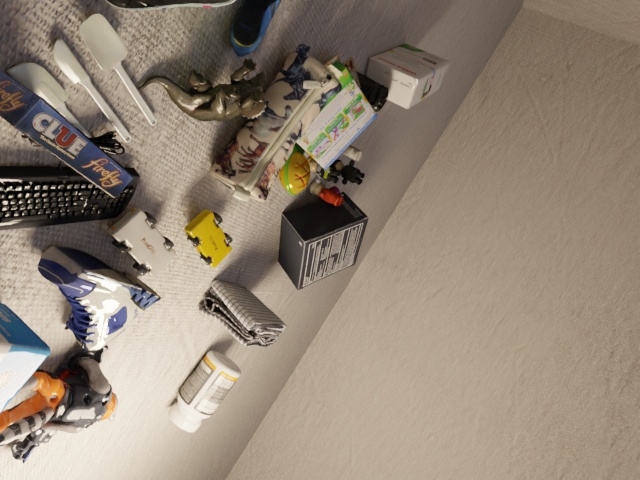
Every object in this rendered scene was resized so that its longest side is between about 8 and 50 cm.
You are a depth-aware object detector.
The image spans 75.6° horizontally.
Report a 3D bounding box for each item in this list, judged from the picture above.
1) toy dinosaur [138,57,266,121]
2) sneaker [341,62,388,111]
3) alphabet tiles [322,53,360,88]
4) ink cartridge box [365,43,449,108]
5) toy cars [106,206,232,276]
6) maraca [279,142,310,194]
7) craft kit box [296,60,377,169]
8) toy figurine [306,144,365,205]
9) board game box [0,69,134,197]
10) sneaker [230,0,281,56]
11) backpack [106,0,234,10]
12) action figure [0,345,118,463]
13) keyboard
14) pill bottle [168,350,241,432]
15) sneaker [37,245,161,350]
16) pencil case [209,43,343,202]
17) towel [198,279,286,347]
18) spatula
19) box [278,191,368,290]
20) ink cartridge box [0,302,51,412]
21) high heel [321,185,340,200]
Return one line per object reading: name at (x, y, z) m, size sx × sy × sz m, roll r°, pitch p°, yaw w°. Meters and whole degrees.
toy dinosaur at (-0.215, -0.298, 0.878) m, size 0.313 × 0.121 × 0.160 m, roll -27°, pitch 180°, yaw -32°
sneaker at (0.131, -0.496, 1.356) m, size 0.295 × 0.147 × 0.105 m, roll -22°, pitch 142°, yaw -56°
alphabet tiles at (0.016, -0.433, 1.240) m, size 0.237 × 0.009 × 0.198 m, roll -38°, pitch 148°, yaw -3°
ink cartridge box at (0.318, -0.614, 1.528) m, size 0.278 × 0.201 × 0.117 m, roll -40°, pitch 154°, yaw -39°
toy cars at (-0.367, -0.008, 1.033) m, size 0.393 × 0.087 × 0.176 m, roll -5°, pitch 120°, yaw -62°
maraca at (-0.082, -0.239, 1.331) m, size 0.127 × 0.099 × 0.186 m, roll 0°, pitch 95°, yaw -71°
craft kit box at (0.031, -0.371, 1.272) m, size 0.250 × 0.061 × 0.246 m, roll -45°, pitch 150°, yaw 7°
toy figurine at (0.052, -0.262, 1.546) m, size 0.213 × 0.148 × 0.209 m, roll -47°, pitch 152°, yaw -19°
board game box at (-0.376, -0.162, 0.531) m, size 0.042 × 0.243 × 0.165 m, roll -53°, pitch 160°, yaw -11°
sneaker at (-0.134, -0.493, 0.887) m, size 0.209 × 0.069 × 0.082 m, roll -64°, pitch -166°, yaw -6°
backpack at (-0.203, -0.427, 0.530) m, size 0.225 × 0.253 × 0.191 m, roll 68°, pitch 38°, yaw -65°
action figure at (-0.621, 0.411, 0.944) m, size 0.341 × 0.178 × 0.330 m, roll -60°, pitch 151°, yaw 2°
keyboard at (-0.458, -0.105, 0.725) m, size 0.317 × 0.033 × 0.201 m, roll -19°, pitch 142°, yaw -61°
pill bottle at (-0.452, 0.586, 1.612) m, size 0.278 × 0.162 × 0.162 m, roll -54°, pitch 160°, yaw -7°
sneaker at (-0.493, 0.148, 0.903) m, size 0.182 × 0.127 × 0.315 m, roll -55°, pitch 162°, yaw -13°
pencil case at (-0.113, -0.286, 1.061) m, size 0.410 × 0.160 × 0.183 m, roll -56°, pitch -159°, yaw -2°
towel at (-0.270, 0.270, 1.456) m, size 0.121 × 0.235 × 0.283 m, roll -51°, pitch 160°, yaw 1°
spatula at (-0.381, -0.246, 0.718) m, size 0.168 × 0.019 × 0.242 m, roll -49°, pitch 158°, yaw -16°
box at (0.000, 0.000, 1.648) m, size 0.294 × 0.183 × 0.296 m, roll -22°, pitch 145°, yaw -27°
ink cartridge box at (-0.651, 0.202, 0.555) m, size 0.285 × 0.166 × 0.395 m, roll -54°, pitch 161°, yaw -11°
high heel at (0.008, -0.117, 1.742) m, size 0.117 × 0.082 × 0.244 m, roll -48°, pitch 173°, yaw -49°
